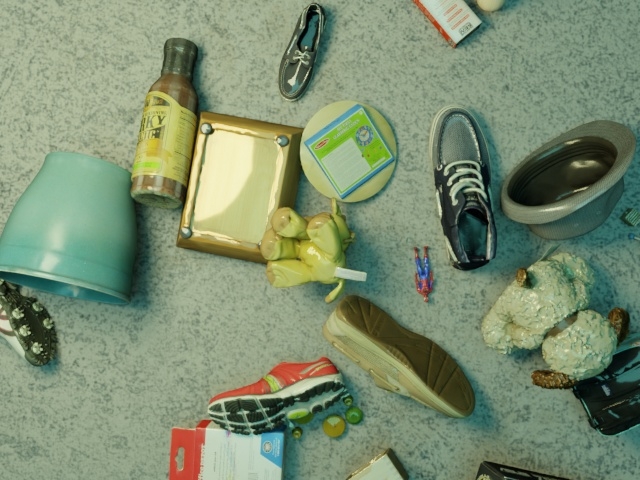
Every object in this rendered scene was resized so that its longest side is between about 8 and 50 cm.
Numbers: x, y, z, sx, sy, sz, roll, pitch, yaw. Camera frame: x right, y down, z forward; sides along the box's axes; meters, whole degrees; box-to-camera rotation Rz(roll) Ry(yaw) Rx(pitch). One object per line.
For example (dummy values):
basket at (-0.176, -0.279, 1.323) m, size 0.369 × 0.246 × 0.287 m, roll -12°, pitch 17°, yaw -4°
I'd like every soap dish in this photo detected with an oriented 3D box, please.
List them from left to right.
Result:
soap dish at (-0.164, -0.107, 1.456) m, size 0.228 × 0.118 × 0.291 m, roll 11°, pitch 92°, yaw 3°

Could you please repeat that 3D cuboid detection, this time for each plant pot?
plant pot at (-0.480, -0.027, 1.415) m, size 0.271 × 0.272 × 0.256 m, roll 11°, pitch 76°, yaw 3°

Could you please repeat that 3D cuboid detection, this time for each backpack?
backpack at (0.600, 0.272, 1.398) m, size 0.188 × 0.144 × 0.166 m, roll -29°, pitch 87°, yaw 26°

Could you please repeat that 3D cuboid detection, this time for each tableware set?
tableware set at (0.006, 0.367, 1.500) m, size 0.154 × 0.024 × 0.104 m, roll -26°, pitch 92°, yaw 2°

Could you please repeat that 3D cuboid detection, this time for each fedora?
fedora at (0.492, -0.098, 1.393) m, size 0.275 × 0.244 × 0.124 m, roll -36°, pitch 118°, yaw 0°

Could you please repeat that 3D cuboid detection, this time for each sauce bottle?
sauce bottle at (-0.305, -0.240, 1.443) m, size 0.111 × 0.111 × 0.345 m, roll 4°, pitch 73°, yaw 3°

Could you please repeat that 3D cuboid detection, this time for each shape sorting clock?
shape sorting clock at (0.057, -0.182, 1.466) m, size 0.206 × 0.040 × 0.206 m, roll -2°, pitch 97°, yaw -17°

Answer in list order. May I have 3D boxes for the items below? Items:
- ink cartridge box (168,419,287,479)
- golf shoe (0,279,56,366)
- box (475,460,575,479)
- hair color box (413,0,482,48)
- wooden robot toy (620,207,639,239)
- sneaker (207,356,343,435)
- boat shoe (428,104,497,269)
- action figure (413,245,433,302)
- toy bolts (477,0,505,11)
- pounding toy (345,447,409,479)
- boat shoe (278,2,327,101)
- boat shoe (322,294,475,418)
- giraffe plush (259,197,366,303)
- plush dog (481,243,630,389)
ink cartridge box at (-0.189, 0.447, 1.481) m, size 0.230 × 0.078 × 0.134 m, roll 4°, pitch 90°, yaw 3°
golf shoe at (-0.659, 0.158, 1.507) m, size 0.120 × 0.105 × 0.273 m, roll -37°, pitch 82°, yaw 18°
box at (0.447, 0.621, 1.377) m, size 0.394 × 0.097 × 0.319 m, roll 16°, pitch 90°, yaw -19°
hair color box at (0.257, -0.472, 1.467) m, size 0.072 × 0.043 × 0.141 m, roll -39°, pitch 87°, yaw 3°
wooden robot toy at (0.681, 0.004, 1.430) m, size 0.076 × 0.079 × 0.173 m, roll -34°, pitch 89°, yaw 3°
sneaker at (-0.093, 0.308, 1.456) m, size 0.278 × 0.118 × 0.107 m, roll -11°, pitch 125°, yaw -10°
boat shoe at (0.291, -0.108, 1.410) m, size 0.127 × 0.158 × 0.341 m, roll -9°, pitch 90°, yaw 3°
action figure at (0.213, 0.071, 1.483) m, size 0.038 × 0.030 × 0.115 m, roll -7°, pitch 92°, yaw -2°
toy bolts at (0.284, -0.538, 1.399) m, size 0.218 × 0.228 × 0.159 m, roll 3°, pitch 94°, yaw 39°
pounding toy at (0.109, 0.506, 1.450) m, size 0.141 × 0.130 × 0.100 m, roll -36°, pitch 76°, yaw 3°
boat shoe at (-0.041, -0.390, 1.473) m, size 0.075 × 0.065 × 0.206 m, roll 19°, pitch 92°, yaw 3°
boat shoe at (0.159, 0.249, 1.455) m, size 0.341 × 0.121 × 0.110 m, roll 39°, pitch 129°, yaw 5°
giraffe plush at (0.000, 0.000, 1.410) m, size 0.210 × 0.170 × 0.182 m, roll 24°, pitch 120°, yaw -2°
plush dog at (0.457, 0.156, 1.357) m, size 0.262 × 0.210 × 0.225 m, roll -41°, pitch 67°, yaw 1°
